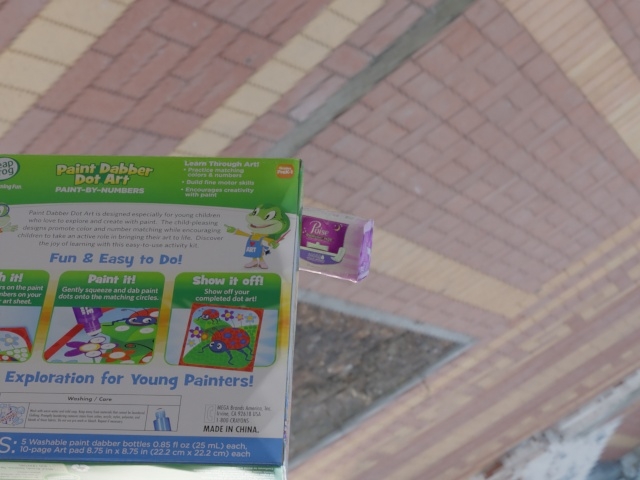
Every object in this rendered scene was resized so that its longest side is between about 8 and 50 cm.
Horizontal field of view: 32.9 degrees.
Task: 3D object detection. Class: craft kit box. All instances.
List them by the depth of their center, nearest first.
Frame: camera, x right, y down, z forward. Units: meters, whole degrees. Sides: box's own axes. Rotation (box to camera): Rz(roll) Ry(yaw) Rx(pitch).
[{"bbox_3d":[-0.140,0.048,0.739,0.250,0.246,0.061,1,146,2],"label":"craft kit box"}]

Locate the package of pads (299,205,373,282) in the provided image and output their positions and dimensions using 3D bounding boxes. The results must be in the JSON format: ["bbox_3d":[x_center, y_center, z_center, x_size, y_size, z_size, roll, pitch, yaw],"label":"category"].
[{"bbox_3d":[0.000,0.000,0.865,0.032,0.083,0.050,-26,125,-65],"label":"package of pads"}]
